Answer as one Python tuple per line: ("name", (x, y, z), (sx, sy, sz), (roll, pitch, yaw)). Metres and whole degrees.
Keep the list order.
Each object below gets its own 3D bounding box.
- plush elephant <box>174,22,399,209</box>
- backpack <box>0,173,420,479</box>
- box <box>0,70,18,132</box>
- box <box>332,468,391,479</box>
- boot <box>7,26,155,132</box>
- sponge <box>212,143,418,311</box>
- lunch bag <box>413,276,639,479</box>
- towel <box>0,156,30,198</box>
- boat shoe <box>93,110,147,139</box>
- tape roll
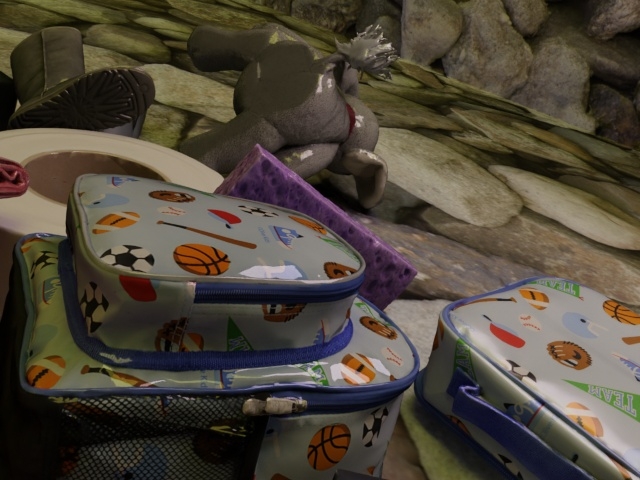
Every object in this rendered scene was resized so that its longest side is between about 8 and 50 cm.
("plush elephant", (-0.021, -0.173, 0.974), (0.329, 0.255, 0.272), (-12, 64, 16))
("backpack", (-0.073, 0.076, 0.452), (0.263, 0.213, 0.276), (14, 19, -29))
("box", (-0.513, -0.200, 0.870), (0.156, 0.093, 0.158), (32, 20, 33))
("box", (0.062, 0.229, 0.303), (0.153, 0.108, 0.207), (13, 25, -4))
("boot", (-0.303, -0.207, 0.825), (0.189, 0.076, 0.209), (-17, 38, -4))
("sponge", (-0.018, 0.016, 0.594), (0.210, 0.117, 0.031), (36, 14, -33))
("lunch bag", (0.235, 0.150, 0.570), (0.243, 0.115, 0.303), (-13, 37, -42))
("towel", (-0.412, -0.025, 0.449), (0.328, 0.037, 0.237), (-4, 6, 14))
("boat shoe", (-0.317, -0.173, 0.926), (0.104, 0.113, 0.306), (3, 33, -6))
("tape roll", (-0.231, -0.019, 0.668), (0.286, 0.100, 0.286), (13, 25, -6))
